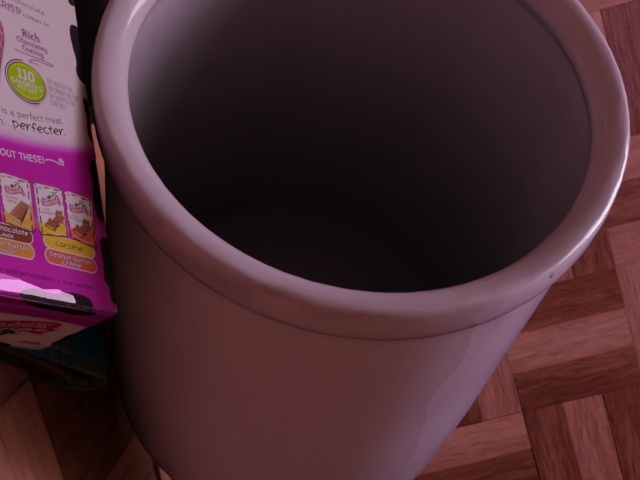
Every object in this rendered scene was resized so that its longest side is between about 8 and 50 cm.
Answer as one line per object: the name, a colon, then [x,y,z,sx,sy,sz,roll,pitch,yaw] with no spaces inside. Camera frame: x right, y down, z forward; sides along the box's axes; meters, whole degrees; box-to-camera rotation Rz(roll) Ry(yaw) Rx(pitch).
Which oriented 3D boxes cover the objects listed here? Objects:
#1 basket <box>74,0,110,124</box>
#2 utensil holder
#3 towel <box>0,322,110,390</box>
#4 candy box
basket: [-0.182,-0.233,1.032,0.204,0.154,0.227,-90,161,-87]
utensil holder: [0.000,0.000,0.862,0.385,0.327,0.328,107,-23,-58]
towel: [-0.230,-0.091,0.800,0.271,0.040,0.370,54,21,-71]
candy box: [-0.201,-0.068,0.622,0.159,0.071,0.234,18,55,-52]
